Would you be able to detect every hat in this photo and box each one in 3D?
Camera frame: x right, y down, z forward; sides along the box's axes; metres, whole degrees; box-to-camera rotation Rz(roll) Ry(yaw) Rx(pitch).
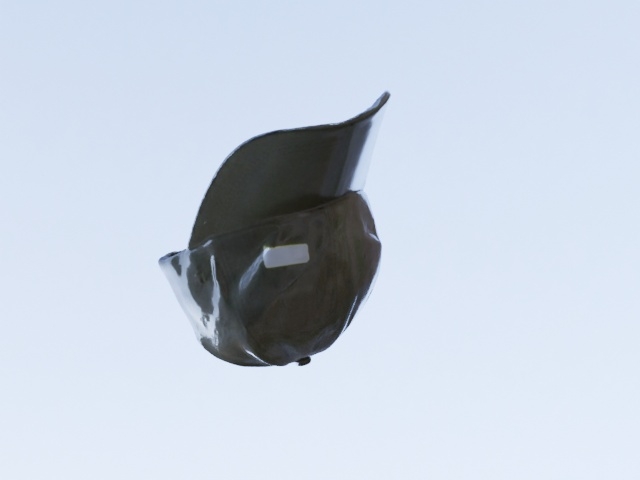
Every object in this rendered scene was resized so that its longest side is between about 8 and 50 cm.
[{"bbox_3d":[0.000,0.000,0.847,0.166,0.173,0.144,-21,-95,-29],"label":"hat"}]
